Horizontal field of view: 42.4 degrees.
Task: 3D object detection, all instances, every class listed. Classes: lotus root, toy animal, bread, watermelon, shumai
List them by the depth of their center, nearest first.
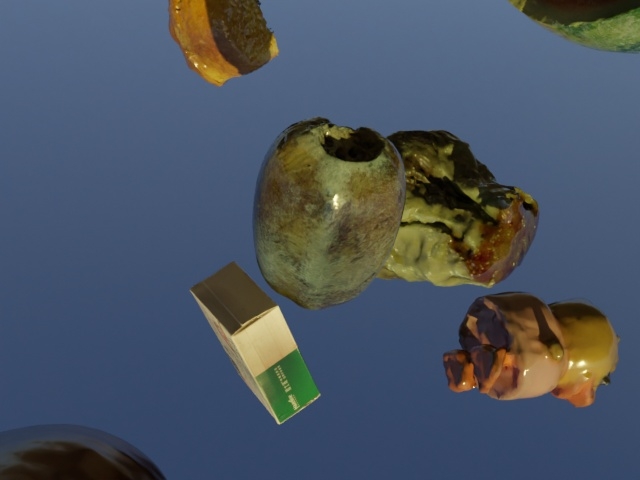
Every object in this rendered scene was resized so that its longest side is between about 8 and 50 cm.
[{"bbox_3d":[0.000,0.000,0.917,0.158,0.322,0.139,8,-127,-4],"label":"lotus root"},{"bbox_3d":[0.373,-0.295,0.955,0.256,0.260,0.176,-25,-98,-53],"label":"watermelon"},{"bbox_3d":[0.333,0.161,1.242,0.281,0.195,0.168,8,-104,-21],"label":"toy animal"},{"bbox_3d":[-0.168,-0.355,1.351,0.143,0.229,0.139,-6,-139,26],"label":"bread"},{"bbox_3d":[0.269,-0.044,1.704,0.398,0.324,0.323,-17,-151,-36],"label":"shumai"}]

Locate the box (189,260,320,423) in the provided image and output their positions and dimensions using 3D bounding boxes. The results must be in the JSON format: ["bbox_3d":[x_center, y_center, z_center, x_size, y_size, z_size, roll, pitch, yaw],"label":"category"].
[{"bbox_3d":[-0.090,0.144,1.157,0.081,0.199,0.135,-36,-139,-13],"label":"box"}]

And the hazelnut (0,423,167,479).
[{"bbox_3d":[-0.297,0.349,0.785,0.359,0.359,0.409,15,-165,4],"label":"hazelnut"}]
